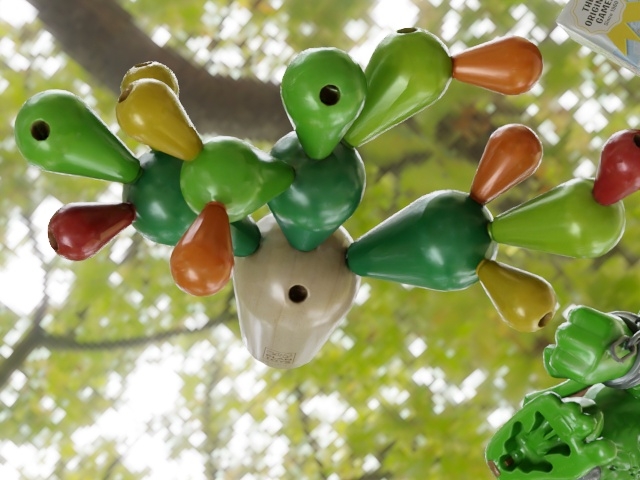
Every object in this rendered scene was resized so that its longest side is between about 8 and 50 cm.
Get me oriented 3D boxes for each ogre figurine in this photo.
[{"bbox_3d":[0.123,0.100,0.835,0.118,0.097,0.197,-30,-60,-45],"label":"ogre figurine"}]

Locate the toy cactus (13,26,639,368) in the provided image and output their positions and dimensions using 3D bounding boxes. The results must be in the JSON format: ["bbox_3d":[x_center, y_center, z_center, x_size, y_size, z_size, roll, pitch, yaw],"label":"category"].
[{"bbox_3d":[0.000,0.000,0.671,0.219,0.180,0.112,-1,-121,-8],"label":"toy cactus"}]

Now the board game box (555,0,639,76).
[{"bbox_3d":[0.177,-0.123,0.720,0.103,0.154,0.026,34,-176,27],"label":"board game box"}]
